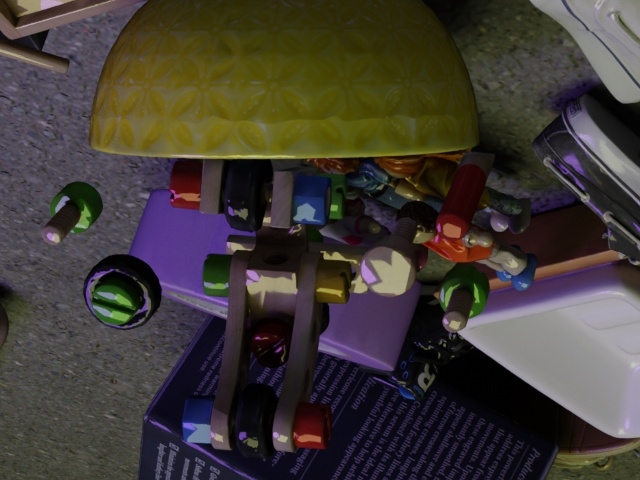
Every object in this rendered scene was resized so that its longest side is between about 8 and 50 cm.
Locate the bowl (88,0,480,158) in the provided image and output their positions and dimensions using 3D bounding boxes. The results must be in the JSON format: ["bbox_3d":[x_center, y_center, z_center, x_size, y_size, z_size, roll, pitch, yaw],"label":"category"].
[{"bbox_3d":[-0.025,-0.146,1.192,0.290,0.156,0.289,0,-172,0],"label":"bowl"}]

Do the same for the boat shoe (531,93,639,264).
[{"bbox_3d":[0.265,-0.020,1.337,0.219,0.078,0.070,47,117,0],"label":"boat shoe"}]

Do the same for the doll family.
[{"bbox_3d":[0.076,-0.045,1.451,0.163,0.118,0.263,24,170,-31],"label":"doll family"}]

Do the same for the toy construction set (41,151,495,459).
[{"bbox_3d":[0.000,0.000,1.279,0.309,0.237,0.257,-19,109,23],"label":"toy construction set"}]

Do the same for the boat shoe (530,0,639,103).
[{"bbox_3d":[0.208,-0.183,1.138,0.084,0.095,0.258,-9,155,30],"label":"boat shoe"}]

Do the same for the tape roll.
[{"bbox_3d":[-0.046,0.039,1.559,0.275,0.090,0.275,19,175,2],"label":"tape roll"}]

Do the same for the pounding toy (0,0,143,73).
[{"bbox_3d":[-0.230,-0.213,1.240,0.206,0.094,0.181,-13,147,18],"label":"pounding toy"}]

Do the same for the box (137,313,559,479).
[{"bbox_3d":[0.017,0.260,1.809,0.395,0.212,0.293,30,153,6],"label":"box"}]

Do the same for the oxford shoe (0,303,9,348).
[{"bbox_3d":[-0.463,0.135,2.051,0.130,0.123,0.348,2,163,-39],"label":"oxford shoe"}]

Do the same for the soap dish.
[{"bbox_3d":[0.287,0.073,1.532,0.291,0.118,0.229,35,146,-33],"label":"soap dish"}]

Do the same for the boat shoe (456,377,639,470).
[{"bbox_3d":[0.263,0.198,1.810,0.089,0.104,0.285,30,159,-36],"label":"boat shoe"}]

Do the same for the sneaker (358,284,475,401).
[{"bbox_3d":[0.134,0.107,1.663,0.217,0.121,0.079,-4,148,31],"label":"sneaker"}]

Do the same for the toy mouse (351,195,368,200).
[{"bbox_3d":[-0.026,-0.035,1.572,0.143,0.031,0.161,7,152,14],"label":"toy mouse"}]

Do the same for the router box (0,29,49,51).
[{"bbox_3d":[-0.313,-0.224,1.341,0.133,0.046,0.179,5,151,17],"label":"router box"}]
